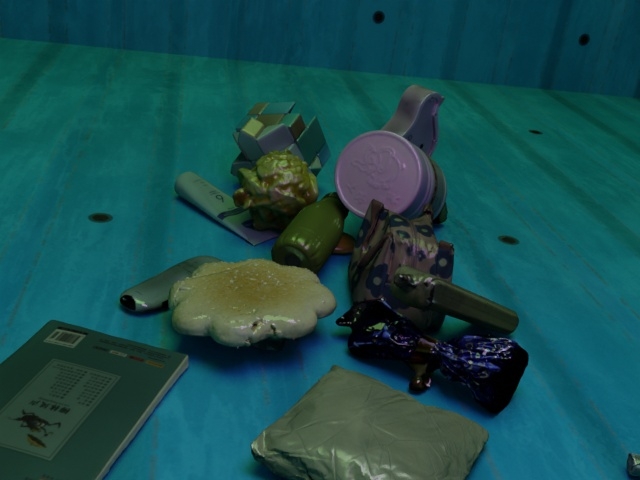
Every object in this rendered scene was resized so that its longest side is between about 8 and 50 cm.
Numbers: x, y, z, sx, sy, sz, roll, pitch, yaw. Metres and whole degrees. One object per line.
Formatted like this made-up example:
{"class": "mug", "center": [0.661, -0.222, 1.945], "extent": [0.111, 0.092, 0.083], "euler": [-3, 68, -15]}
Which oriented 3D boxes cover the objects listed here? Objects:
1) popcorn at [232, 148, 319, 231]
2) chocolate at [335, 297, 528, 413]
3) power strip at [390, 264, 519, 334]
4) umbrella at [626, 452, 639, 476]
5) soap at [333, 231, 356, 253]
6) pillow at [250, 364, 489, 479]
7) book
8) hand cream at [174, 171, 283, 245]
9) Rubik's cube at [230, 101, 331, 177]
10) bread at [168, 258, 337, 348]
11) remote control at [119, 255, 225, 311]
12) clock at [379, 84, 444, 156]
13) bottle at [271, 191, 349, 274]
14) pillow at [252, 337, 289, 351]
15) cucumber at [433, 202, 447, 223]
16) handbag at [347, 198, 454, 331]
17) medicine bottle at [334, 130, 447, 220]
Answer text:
{"class": "popcorn", "center": [-0.104, -0.113, 1.712], "extent": [0.167, 0.187, 0.185], "euler": [50, 14, 20]}
{"class": "chocolate", "center": [0.172, 0.187, 1.293], "extent": [0.343, 0.126, 0.148], "euler": [17, 66, 25]}
{"class": "power strip", "center": [0.239, 0.112, 1.343], "extent": [0.092, 0.066, 0.387], "euler": [19, -3, 41]}
{"class": "umbrella", "center": [0.561, 0.353, 1.130], "extent": [0.188, 0.046, 0.050], "euler": [9, 30, 1]}
{"class": "soap", "center": [0.000, 0.000, 1.721], "extent": [0.169, 0.033, 0.089], "euler": [6, 25, -6]}
{"class": "pillow", "center": [0.082, 0.286, 1.095], "extent": [0.281, 0.076, 0.274], "euler": [19, 26, 22]}
{"class": "book", "center": [-0.387, 0.242, 1.100], "extent": [0.264, 0.031, 0.379], "euler": [12, 26, 11]}
{"class": "hand cream", "center": [-0.232, -0.073, 1.807], "extent": [0.321, 0.067, 0.109], "euler": [33, 33, 30]}
{"class": "Rubik's cube", "center": [-0.116, -0.222, 1.955], "extent": [0.224, 0.265, 0.213], "euler": [2, 45, 32]}
{"class": "bread", "center": [-0.124, 0.100, 1.345], "extent": [0.316, 0.054, 0.316], "euler": [1, 22, 0]}
{"class": "remote control", "center": [-0.276, 0.080, 1.459], "extent": [0.097, 0.045, 0.256], "euler": [23, 32, 29]}
{"class": "clock", "center": [0.223, -0.293, 2.131], "extent": [0.290, 0.275, 0.080], "euler": [-21, 41, -40]}
{"class": "bottle", "center": [-0.009, -0.019, 1.627], "extent": [0.112, 0.112, 0.260], "euler": [16, 36, 16]}
{"class": "pillow", "center": [-0.102, 0.129, 1.404], "extent": [0.148, 0.050, 0.229], "euler": [18, 24, 10]}
{"class": "cucumber", "center": [0.228, -0.094, 1.923], "extent": [0.193, 0.115, 0.085], "euler": [17, 57, 22]}
{"class": "handbag", "center": [0.159, 0.040, 1.497], "extent": [0.190, 0.193, 0.251], "euler": [9, 26, -9]}
{"class": "medicine bottle", "center": [0.171, -0.130, 1.734], "extent": [0.202, 0.202, 0.316], "euler": [17, 4, 19]}
